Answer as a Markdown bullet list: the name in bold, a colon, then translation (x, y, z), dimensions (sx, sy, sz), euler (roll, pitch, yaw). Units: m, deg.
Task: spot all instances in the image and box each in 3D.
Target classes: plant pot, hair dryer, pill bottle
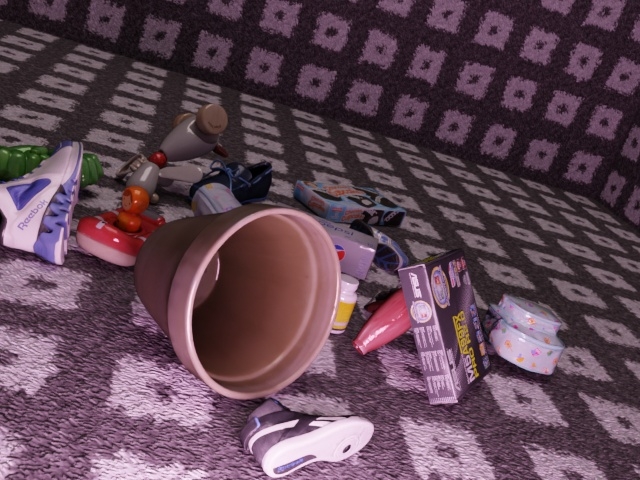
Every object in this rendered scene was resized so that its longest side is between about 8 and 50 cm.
- **plant pot**: translation (-0.174, 0.080, 1.320), dimensions (0.323, 0.322, 0.281), euler (-1, 11, -45)
- **hair dryer**: translation (0.155, 0.154, 1.624), dimensions (0.080, 0.224, 0.293), euler (49, 37, 0)
- **pill bottle**: translation (0.039, 0.131, 1.591), dimensions (0.065, 0.116, 0.065), euler (17, 20, -7)

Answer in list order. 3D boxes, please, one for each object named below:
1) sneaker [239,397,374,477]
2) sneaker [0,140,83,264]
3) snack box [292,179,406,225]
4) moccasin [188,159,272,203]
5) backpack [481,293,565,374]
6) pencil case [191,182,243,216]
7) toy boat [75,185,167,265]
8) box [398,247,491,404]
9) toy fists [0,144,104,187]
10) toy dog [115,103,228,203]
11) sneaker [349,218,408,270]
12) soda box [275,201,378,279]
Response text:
- **sneaker**: translation (-0.026, 0.283, 1.176), dimensions (0.217, 0.079, 0.121), euler (-1, 29, -42)
- **sneaker**: translation (-0.583, -0.094, 1.521), dimensions (0.182, 0.127, 0.315), euler (9, 42, -14)
- **snack box**: translation (0.093, -0.116, 2.393), dimensions (0.322, 0.060, 0.187), euler (2, 25, -40)
- **moccasin**: translation (-0.252, -0.172, 2.129), dimensions (0.138, 0.116, 0.342), euler (25, 20, 17)
- **backpack**: translation (0.471, 0.217, 1.738), dimensions (0.166, 0.144, 0.188), euler (21, 22, -13)
- **pencil case**: translation (-0.221, -0.040, 1.808), dimensions (0.124, 0.113, 0.273), euler (33, 8, -35)
- **toy boat**: translation (-0.402, -0.043, 1.590), dimensions (0.151, 0.151, 0.231), euler (24, 20, 12)
- **box**: translation (0.254, 0.164, 1.515), dimensions (0.060, 0.269, 0.216), euler (-13, 0, 31)
- **toy fists**: translation (-0.636, -0.172, 1.752), dimensions (0.142, 0.096, 0.279), euler (19, 11, 36)
- **toy dog**: translation (-0.359, -0.208, 1.997), dimensions (0.161, 0.334, 0.220), euler (50, -10, -26)
- **sneaker**: translation (0.157, 0.016, 2.090), dimensions (0.081, 0.080, 0.211), euler (6, 32, -49)
- **soda box**: translation (0.000, 0.000, 1.945), dimensions (0.287, 0.091, 0.098), euler (20, 21, 2)
